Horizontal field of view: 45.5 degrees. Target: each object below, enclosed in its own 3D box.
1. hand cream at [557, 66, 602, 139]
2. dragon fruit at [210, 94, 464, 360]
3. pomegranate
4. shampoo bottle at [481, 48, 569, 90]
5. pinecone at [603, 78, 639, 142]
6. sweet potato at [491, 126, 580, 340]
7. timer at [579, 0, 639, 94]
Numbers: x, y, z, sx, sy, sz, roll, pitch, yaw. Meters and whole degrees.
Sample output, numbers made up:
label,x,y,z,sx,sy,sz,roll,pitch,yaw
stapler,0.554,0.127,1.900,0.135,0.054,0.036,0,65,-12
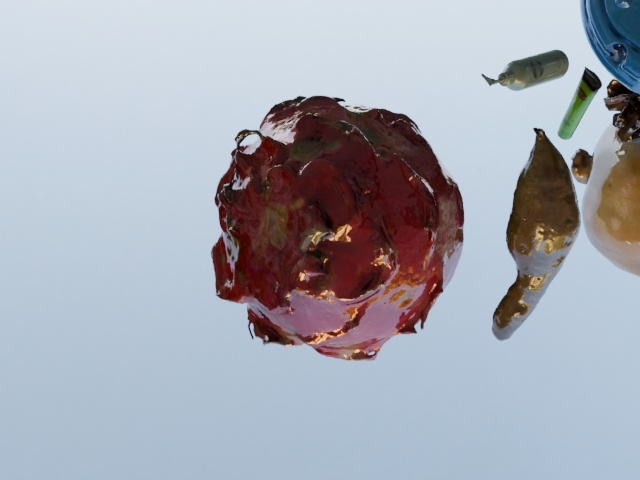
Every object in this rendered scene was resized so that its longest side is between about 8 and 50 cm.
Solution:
label,x,y,z,sx,sy,sz,roll,pitch,yaw
hand cream,0.350,-0.182,1.033,0.023,0.122,0.036,-20,-117,-15
dragon fruit,0.000,0.000,1.059,0.371,0.386,0.249,38,-155,11
pomegranate,0.708,-0.109,1.556,0.411,0.411,0.412,8,-117,-16
shampoo bottle,0.359,-0.293,1.338,0.195,0.056,0.056,-23,-105,-36
pinecone,0.553,-0.230,1.186,0.204,0.179,0.184,-2,-139,4
sweet potato,0.233,0.005,0.814,0.074,0.270,0.075,2,-147,-1
timer,0.393,-0.209,0.588,0.340,0.309,0.115,44,-148,20
